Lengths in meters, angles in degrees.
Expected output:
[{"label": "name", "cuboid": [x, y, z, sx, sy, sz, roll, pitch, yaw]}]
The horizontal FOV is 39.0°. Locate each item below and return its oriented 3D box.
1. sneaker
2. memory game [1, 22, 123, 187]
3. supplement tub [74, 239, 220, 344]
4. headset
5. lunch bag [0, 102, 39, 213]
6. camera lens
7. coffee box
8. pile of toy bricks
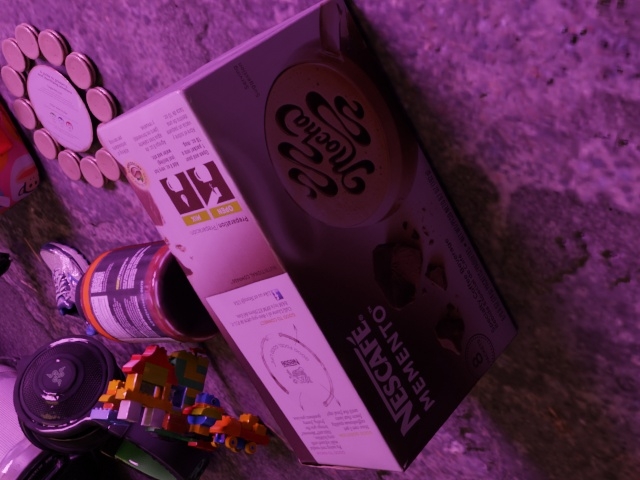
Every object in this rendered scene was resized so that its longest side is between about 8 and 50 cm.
[{"label": "sneaker", "cuboid": [-0.301, 0.060, 1.104, 0.135, 0.058, 0.052, 47, 143, 4]}, {"label": "memory game", "cuboid": [-0.267, -0.137, 0.937, 0.186, 0.012, 0.186, 27, 137, 28]}, {"label": "supplement tub", "cuboid": [-0.178, 0.054, 0.938, 0.198, 0.106, 0.106, -7, 117, 48]}, {"label": "headset", "cuboid": [-0.309, 0.180, 1.170, 0.394, 0.185, 0.243, 31, 156, -3]}, {"label": "lunch bag", "cuboid": [-0.454, -0.148, 1.039, 0.258, 0.120, 0.293, -12, 114, 45]}, {"label": "camera lens", "cuboid": [-0.487, 0.322, 1.383, 0.274, 0.219, 0.219, 27, 138, 26]}, {"label": "coffee box", "cuboid": [0.000, 0.000, 0.660, 0.119, 0.168, 0.297, -12, 112, 49]}, {"label": "pile of toy bricks", "cuboid": [-0.153, 0.168, 1.011, 0.118, 0.105, 0.212, -7, 154, 42]}]
